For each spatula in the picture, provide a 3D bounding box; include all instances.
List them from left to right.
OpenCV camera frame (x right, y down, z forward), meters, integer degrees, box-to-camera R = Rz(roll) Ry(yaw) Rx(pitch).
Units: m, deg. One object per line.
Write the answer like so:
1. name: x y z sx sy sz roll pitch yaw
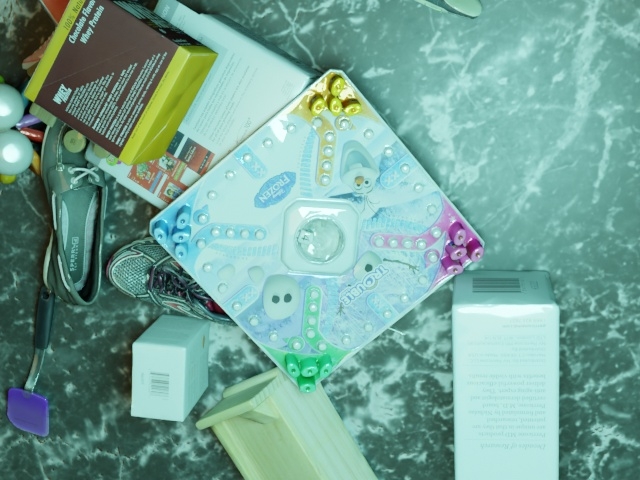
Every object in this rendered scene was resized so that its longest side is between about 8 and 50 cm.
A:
1. spatula: -0.512 0.216 1.873 0.084 0.030 0.296 15 104 8

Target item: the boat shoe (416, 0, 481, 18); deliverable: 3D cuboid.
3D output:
1. boat shoe: 0.187 -0.381 1.630 0.137 0.049 0.043 26 147 1

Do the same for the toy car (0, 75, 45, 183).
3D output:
1. toy car: -0.506 -0.191 1.743 0.136 0.159 0.182 -13 101 -23

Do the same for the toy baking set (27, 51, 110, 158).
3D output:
1. toy baking set: -0.341 -0.245 1.634 0.256 0.030 0.197 -34 90 17

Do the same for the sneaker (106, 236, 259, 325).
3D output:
1. sneaker: -0.219 0.070 1.754 0.299 0.112 0.121 10 103 8

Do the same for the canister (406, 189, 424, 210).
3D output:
1. canister: 0.078 -0.048 1.701 0.126 0.073 0.170 45 106 -3

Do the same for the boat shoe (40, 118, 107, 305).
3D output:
1. boat shoe: -0.402 -0.050 1.747 0.095 0.112 0.335 24 116 42

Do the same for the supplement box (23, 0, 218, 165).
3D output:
1. supplement box: -0.293 -0.247 1.538 0.194 0.129 0.191 33 105 6

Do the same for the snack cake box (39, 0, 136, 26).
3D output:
1. snack cake box: -0.419 -0.470 1.663 0.152 0.089 0.264 -35 93 -6

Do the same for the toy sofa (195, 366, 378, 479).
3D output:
1. toy sofa: -0.033 0.395 1.789 0.150 0.177 0.362 -28 97 38

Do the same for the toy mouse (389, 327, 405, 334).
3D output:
1. toy mouse: 0.055 0.102 1.756 0.161 0.031 0.143 -5 101 10

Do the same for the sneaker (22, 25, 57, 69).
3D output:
1. sneaker: -0.441 -0.329 1.740 0.134 0.051 0.070 -13 93 12

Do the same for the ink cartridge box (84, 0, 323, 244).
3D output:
1. ink cartridge box: -0.188 -0.198 1.681 0.272 0.130 0.309 32 104 6

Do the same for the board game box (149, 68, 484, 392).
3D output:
1. board game box: 0.000 0.000 1.628 0.390 0.050 0.390 -39 108 8

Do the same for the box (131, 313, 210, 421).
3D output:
1. box: -0.251 0.212 1.757 0.091 0.170 0.130 5 102 7

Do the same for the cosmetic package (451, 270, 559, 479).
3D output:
1. cosmetic package: 0.293 0.291 1.656 0.161 0.230 0.453 0 102 9
